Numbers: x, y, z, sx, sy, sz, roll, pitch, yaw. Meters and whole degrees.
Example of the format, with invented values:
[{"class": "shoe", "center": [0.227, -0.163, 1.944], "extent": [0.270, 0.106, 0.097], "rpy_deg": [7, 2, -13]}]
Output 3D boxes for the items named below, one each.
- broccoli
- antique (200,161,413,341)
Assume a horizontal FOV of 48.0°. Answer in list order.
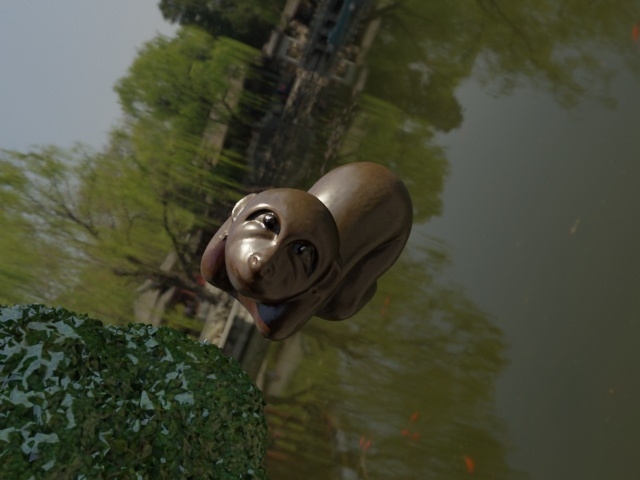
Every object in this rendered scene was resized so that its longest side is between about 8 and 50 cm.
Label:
[{"class": "broccoli", "center": [-0.185, 0.218, 0.471], "extent": [0.310, 0.413, 0.321], "rpy_deg": [-62, -9, 21]}, {"class": "antique", "center": [0.000, 0.000, 0.678], "extent": [0.256, 0.121, 0.143], "rpy_deg": [-13, -42, -53]}]
